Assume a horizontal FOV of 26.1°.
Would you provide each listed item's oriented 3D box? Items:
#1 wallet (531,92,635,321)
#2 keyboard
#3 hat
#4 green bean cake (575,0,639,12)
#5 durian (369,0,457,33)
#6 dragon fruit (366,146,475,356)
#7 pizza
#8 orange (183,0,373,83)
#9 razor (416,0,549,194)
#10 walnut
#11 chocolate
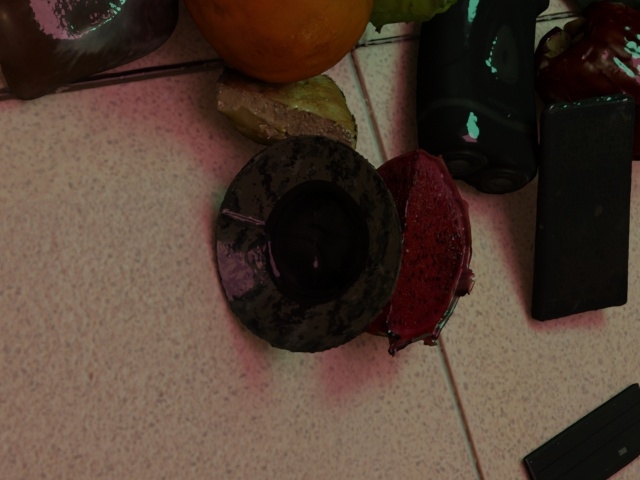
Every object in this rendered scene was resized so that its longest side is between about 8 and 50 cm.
[{"bbox_3d":[0.377,-0.048,1.997,0.170,0.044,0.321,-9,107,-26],"label":"wallet"},{"bbox_3d":[0.440,0.282,2.044,0.381,0.041,0.103,-24,92,-32],"label":"keyboard"},{"bbox_3d":[0.000,0.000,1.722,0.265,0.265,0.128,71,19,1],"label":"hat"},{"bbox_3d":[0.508,-0.436,2.235,0.222,0.125,0.227,41,55,-17],"label":"green bean cake"},{"bbox_3d":[0.076,-0.456,1.893,0.340,0.204,0.256,49,40,-4],"label":"durian"},{"bbox_3d":[0.113,0.027,1.826,0.161,0.126,0.274,19,76,-42],"label":"dragon fruit"},{"bbox_3d":[-0.046,-0.167,1.777,0.188,0.081,0.204,17,24,-6],"label":"pizza"},{"bbox_3d":[-0.056,-0.334,1.700,0.284,0.226,0.284,53,22,-32],"label":"orange"},{"bbox_3d":[0.231,-0.243,1.983,0.204,0.113,0.349,20,65,-33],"label":"razor"},{"bbox_3d":[0.463,-0.254,2.105,0.269,0.222,0.244,38,34,-15],"label":"walnut"},{"bbox_3d":[-0.257,-0.268,1.618,0.254,0.080,0.157,-30,121,-38],"label":"chocolate"}]
